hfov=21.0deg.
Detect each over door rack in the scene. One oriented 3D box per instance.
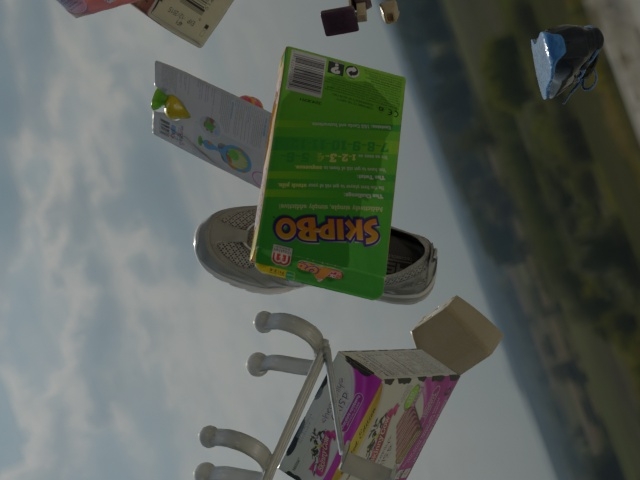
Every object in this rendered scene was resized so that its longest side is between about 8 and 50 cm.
[{"bbox_3d":[-0.048,0.231,1.483,0.240,0.108,0.324,-65,-25,-23],"label":"over door rack"}]

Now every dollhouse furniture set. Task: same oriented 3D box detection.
[{"bbox_3d":[0.038,-0.316,2.034,0.081,0.091,0.114,-91,-11,-47],"label":"dollhouse furniture set"}]

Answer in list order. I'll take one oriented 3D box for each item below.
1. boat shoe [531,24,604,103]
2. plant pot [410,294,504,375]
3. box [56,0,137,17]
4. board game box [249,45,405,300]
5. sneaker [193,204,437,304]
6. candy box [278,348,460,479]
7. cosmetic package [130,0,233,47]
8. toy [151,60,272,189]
[{"bbox_3d":[0.347,-0.245,2.390,0.258,0.089,0.109,-82,-21,-85],"label":"boat shoe"},{"bbox_3d":[0.199,0.148,2.614,0.096,0.109,0.109,53,-159,-1],"label":"plant pot"},{"bbox_3d":[-0.220,-0.409,1.837,0.154,0.142,0.300,42,-129,-41],"label":"box"},{"bbox_3d":[0.009,-0.061,1.621,0.039,0.124,0.259,117,163,-53],"label":"board game box"},{"bbox_3d":[0.000,0.000,1.928,0.115,0.281,0.105,112,162,-68],"label":"sneaker"},{"bbox_3d":[0.062,0.212,2.031,0.071,0.159,0.233,32,-168,25],"label":"candy box"},{"bbox_3d":[-0.234,-0.380,2.118,0.296,0.153,0.129,35,-175,32],"label":"cosmetic package"},{"bbox_3d":[-0.102,-0.146,2.195,0.056,0.237,0.137,-57,-16,-38],"label":"toy"}]
